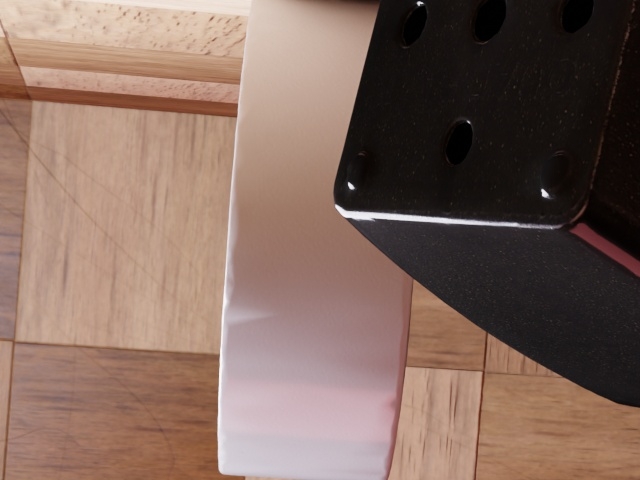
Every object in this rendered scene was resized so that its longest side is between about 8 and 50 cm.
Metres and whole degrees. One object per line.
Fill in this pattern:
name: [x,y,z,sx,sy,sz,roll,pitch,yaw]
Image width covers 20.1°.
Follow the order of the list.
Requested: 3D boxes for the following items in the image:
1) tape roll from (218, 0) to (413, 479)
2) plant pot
tape roll: [0.000,0.000,1.053,0.100,0.286,0.286,4,-179,-1]
plant pot: [0.116,-0.044,0.580,0.167,0.188,0.188,18,174,-33]
